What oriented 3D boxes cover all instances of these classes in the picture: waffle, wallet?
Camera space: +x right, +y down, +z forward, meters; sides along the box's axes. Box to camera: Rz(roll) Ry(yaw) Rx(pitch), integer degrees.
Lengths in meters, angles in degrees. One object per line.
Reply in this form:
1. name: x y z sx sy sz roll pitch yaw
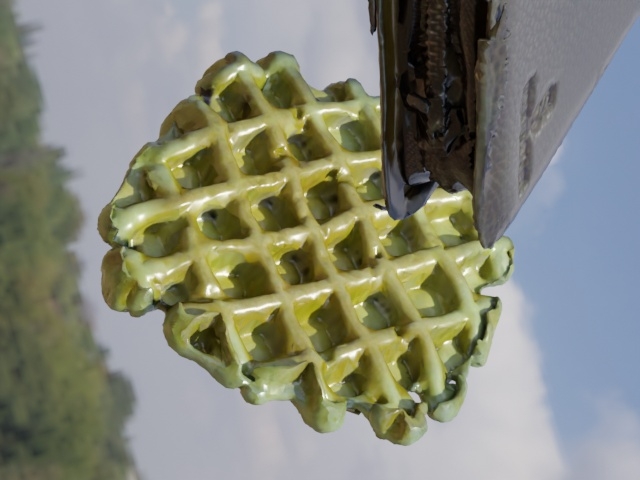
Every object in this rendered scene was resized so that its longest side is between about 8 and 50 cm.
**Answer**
1. waffle: 0.000 0.000 0.816 0.183 0.169 0.036 -63 -178 -42
2. wallet: 0.065 -0.096 0.422 0.198 0.031 0.110 -55 155 -35
